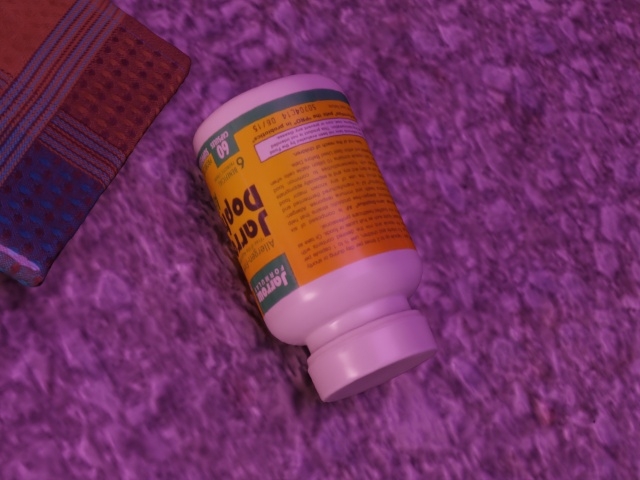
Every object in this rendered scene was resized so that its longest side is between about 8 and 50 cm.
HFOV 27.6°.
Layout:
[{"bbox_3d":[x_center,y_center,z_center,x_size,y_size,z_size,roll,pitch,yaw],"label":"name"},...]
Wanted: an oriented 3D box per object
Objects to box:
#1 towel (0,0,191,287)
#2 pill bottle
[{"bbox_3d":[-0.287,-0.149,0.855,0.370,0.040,0.271,34,42,-8],"label":"towel"},{"bbox_3d":[0.000,0.000,0.905,0.118,0.117,0.208,-16,74,-31],"label":"pill bottle"}]
